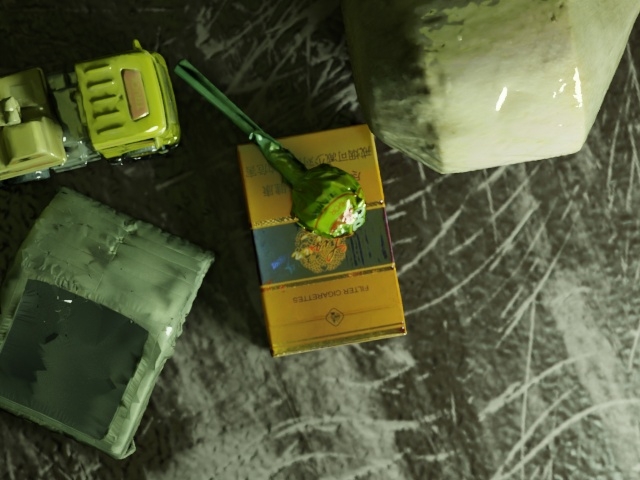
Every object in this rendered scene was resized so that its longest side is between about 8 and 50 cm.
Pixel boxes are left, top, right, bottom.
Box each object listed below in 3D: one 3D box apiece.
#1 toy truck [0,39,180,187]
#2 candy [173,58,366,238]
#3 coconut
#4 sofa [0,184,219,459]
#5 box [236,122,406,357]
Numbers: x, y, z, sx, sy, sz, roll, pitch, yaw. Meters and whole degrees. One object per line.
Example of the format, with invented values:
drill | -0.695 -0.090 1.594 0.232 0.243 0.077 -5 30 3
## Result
toy truck | -0.292 -0.128 1.586 0.272 0.157 0.124 -12 91 -1
candy | -0.056 -0.100 1.584 0.262 0.077 0.073 42 110 7
coconut | 0.185 -0.227 1.544 0.328 0.329 0.329 0 91 -2
sofa | -0.253 0.092 1.633 0.210 0.176 0.225 22 119 -2
box | 0.000 0.000 1.643 0.152 0.070 0.237 -10 93 -2
